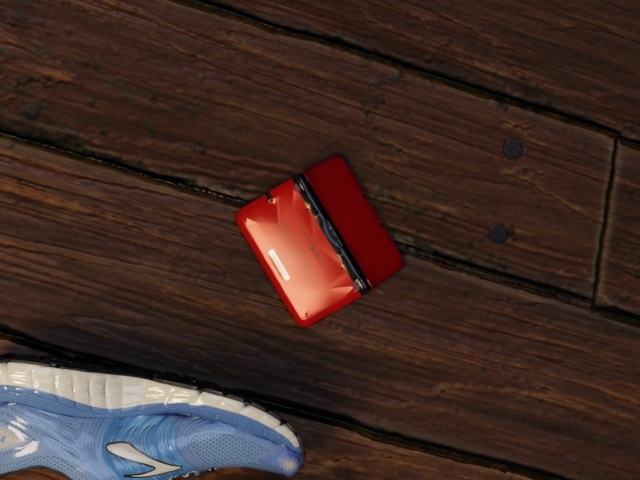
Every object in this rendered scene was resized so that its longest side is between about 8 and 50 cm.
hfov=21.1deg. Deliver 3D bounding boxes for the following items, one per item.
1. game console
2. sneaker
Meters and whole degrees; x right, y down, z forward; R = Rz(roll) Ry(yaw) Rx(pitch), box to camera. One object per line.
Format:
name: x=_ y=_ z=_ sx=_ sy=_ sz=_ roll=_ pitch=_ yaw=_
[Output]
game console: x=0.000 y=0.000 z=1.818 sx=0.124 sy=0.085 sz=0.144 roll=-31 pitch=90 yaw=9
sneaker: x=-0.177 y=0.201 z=1.670 sx=0.330 sy=0.130 sz=0.147 roll=9 pitch=90 yaw=-14
